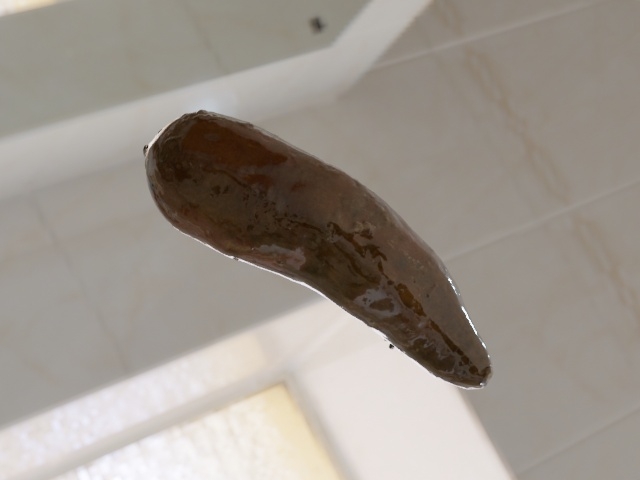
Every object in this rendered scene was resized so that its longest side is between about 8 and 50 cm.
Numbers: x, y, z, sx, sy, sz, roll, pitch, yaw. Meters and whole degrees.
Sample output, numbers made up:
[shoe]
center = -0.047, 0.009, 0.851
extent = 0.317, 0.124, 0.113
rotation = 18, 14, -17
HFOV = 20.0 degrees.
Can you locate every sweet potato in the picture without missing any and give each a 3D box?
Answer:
[sweet potato]
center = 0.001, 0.000, 1.234
extent = 0.292, 0.097, 0.097
rotation = 33, -50, 10
